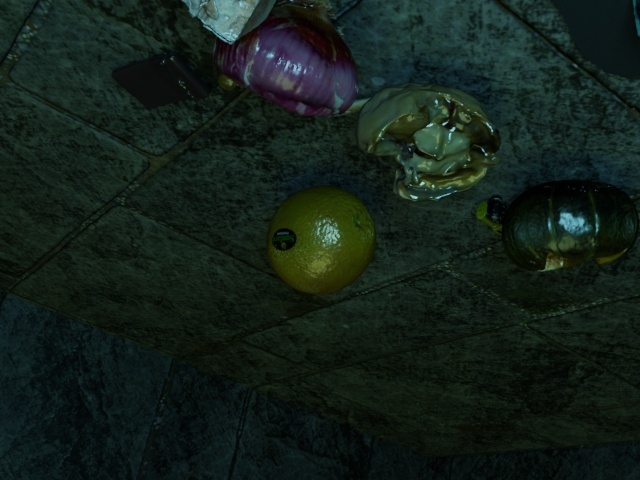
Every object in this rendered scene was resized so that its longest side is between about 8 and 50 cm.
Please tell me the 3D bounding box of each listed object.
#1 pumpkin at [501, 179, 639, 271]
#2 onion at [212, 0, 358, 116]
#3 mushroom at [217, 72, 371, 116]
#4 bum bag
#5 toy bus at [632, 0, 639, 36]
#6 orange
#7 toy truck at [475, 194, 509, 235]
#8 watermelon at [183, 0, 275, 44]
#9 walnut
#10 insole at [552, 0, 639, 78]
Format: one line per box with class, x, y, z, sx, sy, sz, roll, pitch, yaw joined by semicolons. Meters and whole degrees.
pumpkin;0.441;-0.030;1.321;0.238;0.159;0.238;-6;165;-2
onion;-0.037;-0.274;1.052;0.230;0.230;0.163;23;113;-20
mushroom;-0.022;-0.242;1.246;0.306;0.043;0.068;11;172;-1
bum bag;-0.281;-0.275;1.292;0.159;0.026;0.109;-7;148;33
toy bus;0.491;-0.318;0.846;0.109;0.091;0.262;16;155;-31
orange;0.000;0.000;1.494;0.236;0.236;0.236;9;152;5
toy truck;0.351;-0.046;1.448;0.083;0.049;0.054;30;149;-29
watermelon;-0.179;-0.383;0.876;0.305;0.180;0.224;35;163;-5
walnut;0.176;-0.175;1.182;0.204;0.141;0.238;-20;146;20
insole;0.360;-0.312;0.982;0.309;0.012;0.110;31;147;-32
